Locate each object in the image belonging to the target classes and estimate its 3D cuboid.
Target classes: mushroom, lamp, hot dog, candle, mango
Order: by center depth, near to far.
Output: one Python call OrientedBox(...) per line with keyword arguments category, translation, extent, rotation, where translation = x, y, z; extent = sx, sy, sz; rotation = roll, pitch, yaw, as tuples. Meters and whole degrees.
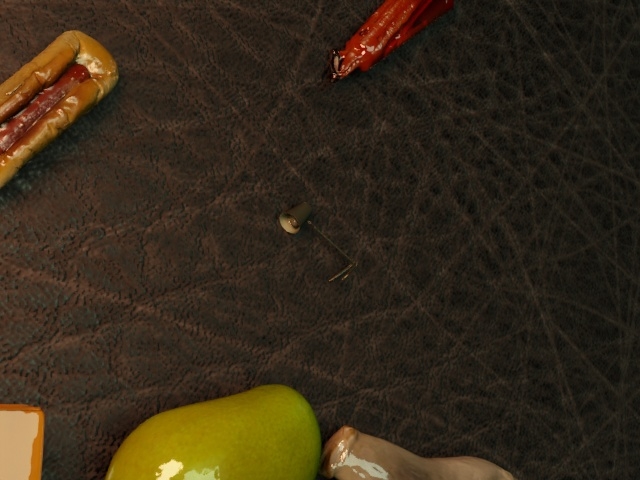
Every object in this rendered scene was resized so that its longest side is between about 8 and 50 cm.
OrientedBox(category="hot dog", translation=(-0.307, -0.142, 0.869), extent=(0.084, 0.073, 0.242), rotation=(52, 58, -21))
OrientedBox(category="mango", translation=(-0.105, 0.266, 0.886), extent=(0.273, 0.149, 0.185), rotation=(-6, 83, -40))
OrientedBox(category="lamp", translation=(-0.001, -0.001, 1.078), extent=(0.121, 0.041, 0.054), rotation=(54, 48, -10))
OrientedBox(category="mushroom", translation=(0.149, 0.331, 1.081), extent=(0.351, 0.097, 0.109), rotation=(21, 69, -27))
OrientedBox(category="candle", translation=(0.104, -0.312, 1.194), extent=(0.084, 0.059, 0.302), rotation=(47, 59, -8))

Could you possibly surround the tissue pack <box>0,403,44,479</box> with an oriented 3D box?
OrientedBox(category="tissue pack", translation=(-0.398, 0.236, 0.691), extent=(0.274, 0.145, 0.194), rotation=(9, 78, -34))
